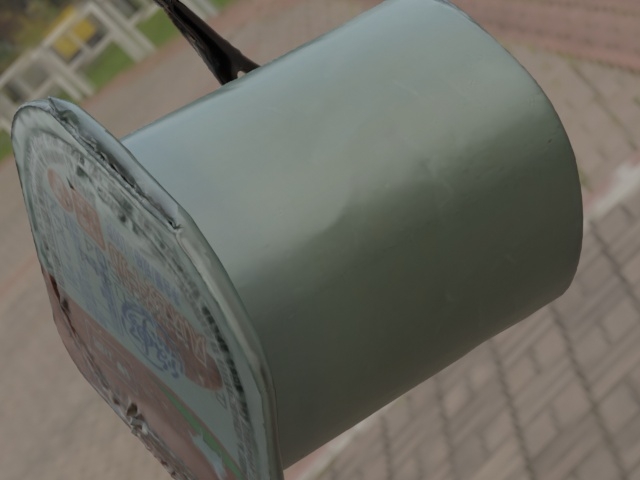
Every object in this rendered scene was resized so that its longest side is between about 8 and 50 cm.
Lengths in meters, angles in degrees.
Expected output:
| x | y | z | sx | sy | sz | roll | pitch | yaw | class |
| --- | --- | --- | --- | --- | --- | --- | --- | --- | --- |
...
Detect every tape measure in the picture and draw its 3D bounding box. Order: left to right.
| x | y | z | sx | sy | sz | roll | pitch | yaw | class |
| --- | --- | --- | --- | --- | --- | --- | --- | --- | --- |
| -0.073 | -0.120 | 0.991 | 0.104 | 0.180 | 0.107 | -20 | 14 | -33 | tape measure |

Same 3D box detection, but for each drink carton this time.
| x | y | z | sx | sy | sz | roll | pitch | yaw | class |
| --- | --- | --- | --- | --- | --- | --- | --- | --- | --- |
| 0.000 | 0.000 | 0.779 | 0.189 | 0.191 | 0.185 | -26 | 47 | -19 | drink carton |
